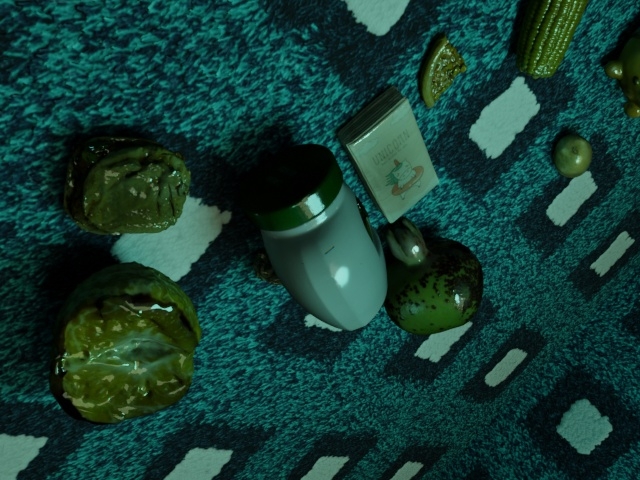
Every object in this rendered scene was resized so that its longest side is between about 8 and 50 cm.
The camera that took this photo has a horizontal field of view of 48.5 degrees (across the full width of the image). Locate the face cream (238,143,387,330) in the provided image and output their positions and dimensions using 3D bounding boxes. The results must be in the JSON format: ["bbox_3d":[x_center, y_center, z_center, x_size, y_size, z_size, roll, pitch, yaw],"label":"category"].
[{"bbox_3d":[0.000,0.000,1.472,0.220,0.312,0.357,-22,127,11],"label":"face cream"}]

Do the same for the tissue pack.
[{"bbox_3d":[0.164,-0.187,1.632,0.170,0.071,0.325,-39,144,-3],"label":"tissue pack"}]

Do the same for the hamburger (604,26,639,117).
[{"bbox_3d":[0.918,-0.461,1.921,0.237,0.276,0.276,-35,145,10],"label":"hamburger"}]

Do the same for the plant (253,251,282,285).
[{"bbox_3d":[-0.086,0.049,1.613,0.117,0.104,0.122,25,97,-48],"label":"plant"}]

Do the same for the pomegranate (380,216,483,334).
[{"bbox_3d":[0.277,0.079,1.885,0.285,0.285,0.340,-36,117,-10],"label":"pomegranate"}]

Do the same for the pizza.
[{"bbox_3d":[0.275,-0.376,1.571,0.131,0.041,0.178,-12,134,-38],"label":"pizza"}]

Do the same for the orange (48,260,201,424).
[{"bbox_3d":[-0.375,0.185,1.374,0.271,0.210,0.368,6,124,-18],"label":"orange"}]

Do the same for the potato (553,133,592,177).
[{"bbox_3d":[0.742,-0.246,2.087,0.109,0.118,0.178,-14,165,19],"label":"potato"}]

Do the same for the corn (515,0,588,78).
[{"bbox_3d":[0.527,-0.528,1.582,0.131,0.131,0.344,-18,139,-31],"label":"corn"}]

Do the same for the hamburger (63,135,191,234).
[{"bbox_3d":[-0.335,-0.097,1.231,0.206,0.130,0.183,2,126,-21],"label":"hamburger"}]
